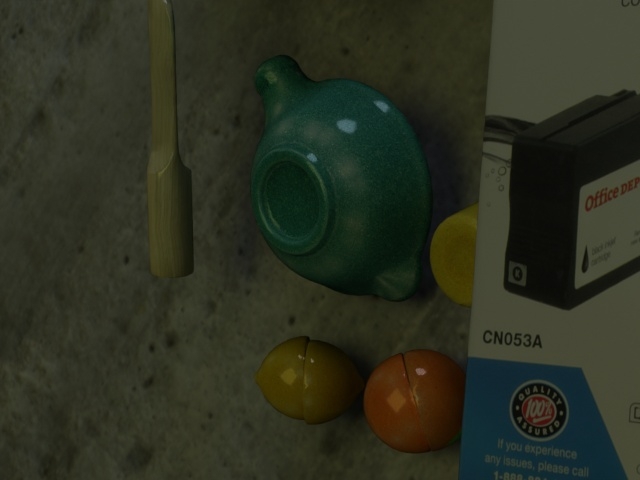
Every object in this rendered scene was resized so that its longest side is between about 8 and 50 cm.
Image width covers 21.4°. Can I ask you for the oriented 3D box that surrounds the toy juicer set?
[{"bbox_3d":[0.000,0.000,1.051,0.329,0.089,0.209,35,123,32],"label":"toy juicer set"}]

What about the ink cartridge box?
[{"bbox_3d":[0.197,-0.018,0.821,0.223,0.129,0.307,2,87,45],"label":"ink cartridge box"}]
